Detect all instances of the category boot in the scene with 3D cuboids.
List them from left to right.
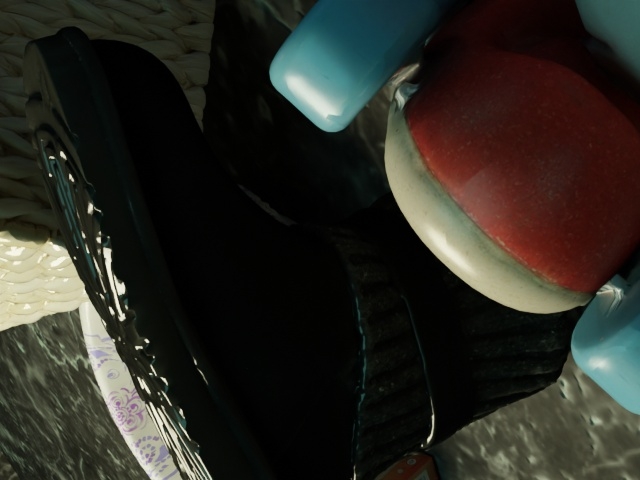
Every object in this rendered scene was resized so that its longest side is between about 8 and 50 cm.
[{"bbox_3d":[-0.002,0.000,0.615,0.131,0.260,0.348,29,144,56],"label":"boot"}]

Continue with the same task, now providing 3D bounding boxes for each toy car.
[{"bbox_3d":[0.146,-0.095,0.443,0.219,0.210,0.238,43,120,-2],"label":"toy car"}]

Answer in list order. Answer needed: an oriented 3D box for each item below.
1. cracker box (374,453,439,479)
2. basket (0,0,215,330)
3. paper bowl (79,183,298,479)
[{"bbox_3d":[-0.022,0.232,0.960,0.232,0.155,0.067,13,129,49],"label":"cracker box"},{"bbox_3d":[-0.291,-0.101,0.743,0.331,0.328,0.266,-15,67,47],"label":"basket"},{"bbox_3d":[-0.074,0.085,0.879,0.284,0.148,0.284,29,129,42],"label":"paper bowl"}]
